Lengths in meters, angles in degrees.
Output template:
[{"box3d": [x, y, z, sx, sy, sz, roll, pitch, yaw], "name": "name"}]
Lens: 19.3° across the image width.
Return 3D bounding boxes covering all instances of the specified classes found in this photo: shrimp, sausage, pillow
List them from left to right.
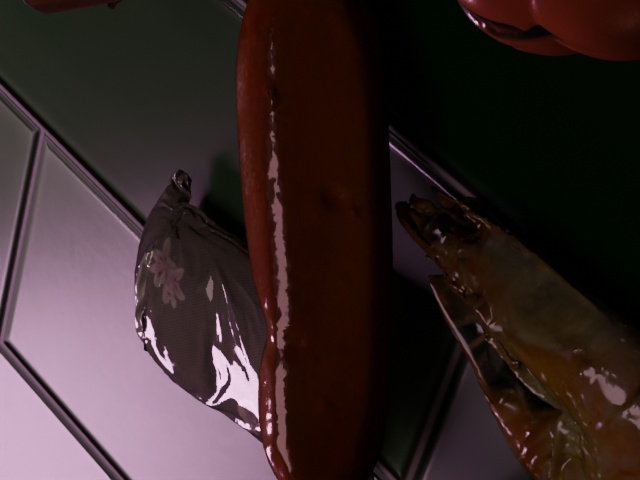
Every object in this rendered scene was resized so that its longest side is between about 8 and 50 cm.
[{"box3d": [-0.050, 0.069, 1.296, 0.255, 0.059, 0.169, 33, 125, 38], "name": "pillow"}, {"box3d": [0.000, 0.000, 1.152, 0.097, 0.094, 0.348, -1, -93, -87], "name": "sausage"}, {"box3d": [0.125, 0.068, 1.091, 0.267, 0.061, 0.145, 49, 144, 24], "name": "shrimp"}]

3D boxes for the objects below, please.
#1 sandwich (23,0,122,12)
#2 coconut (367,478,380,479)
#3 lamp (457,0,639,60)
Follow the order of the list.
[{"box3d": [-0.144, -0.202, 1.184, 0.186, 0.220, 0.108, -6, 99, 50], "name": "sandwich"}, {"box3d": [0.059, 0.254, 1.120, 0.237, 0.197, 0.236, 19, 121, 35], "name": "coconut"}, {"box3d": [0.137, -0.178, 0.912, 0.188, 0.164, 0.187, -1, 88, 31], "name": "lamp"}]
